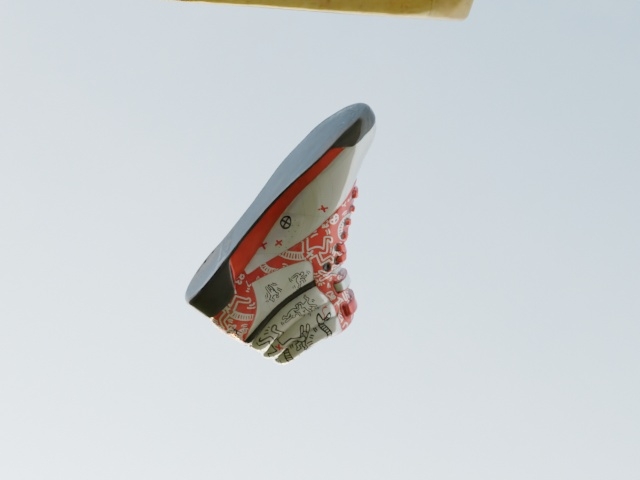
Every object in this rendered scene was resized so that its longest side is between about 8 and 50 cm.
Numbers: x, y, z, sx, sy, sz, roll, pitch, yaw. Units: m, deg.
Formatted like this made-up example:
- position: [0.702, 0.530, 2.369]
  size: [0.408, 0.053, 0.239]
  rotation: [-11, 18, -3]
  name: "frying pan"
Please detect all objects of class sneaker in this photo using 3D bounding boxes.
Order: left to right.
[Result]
- position: [-0.001, 0.000, 1.350]
  size: [0.145, 0.090, 0.270]
  rotation: [39, -88, -20]
  name: "sneaker"

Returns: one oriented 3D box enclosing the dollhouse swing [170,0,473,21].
- position: [-0.091, -0.286, 0.715]
  size: [0.315, 0.347, 0.305]
  rotation: [30, -62, 60]
  name: "dollhouse swing"
